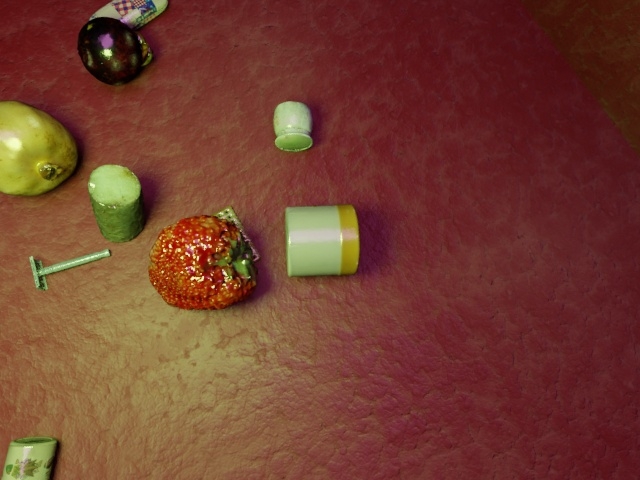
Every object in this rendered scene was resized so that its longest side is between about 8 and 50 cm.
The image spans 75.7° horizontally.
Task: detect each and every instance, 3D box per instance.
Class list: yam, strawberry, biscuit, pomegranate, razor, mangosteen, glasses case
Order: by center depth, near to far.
[{"bbox_3d":[-0.386,0.076,1.303,0.350,0.267,0.312,-19,111,19],"label":"strawberry"},{"bbox_3d":[-0.948,-0.290,1.325,0.318,0.319,0.320,2,74,-6],"label":"pomegranate"},{"bbox_3d":[-0.653,-0.113,1.332,0.161,0.268,0.161,8,62,-15],"label":"yam"},{"bbox_3d":[-0.819,0.077,1.361,0.231,0.068,0.106,-17,78,-17],"label":"razor"},{"bbox_3d":[-0.322,0.000,1.453,0.139,0.016,0.232,-29,80,-14],"label":"biscuit"},{"bbox_3d":[-0.741,-0.692,1.509,0.265,0.228,0.228,-26,77,-42],"label":"mangosteen"},{"bbox_3d":[-0.755,-0.899,1.624,0.327,0.076,0.125,-42,84,-14],"label":"glasses case"}]

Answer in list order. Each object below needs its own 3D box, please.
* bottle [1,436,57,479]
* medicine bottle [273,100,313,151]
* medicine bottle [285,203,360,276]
[{"bbox_3d":[-0.829,0.695,1.152,0.120,0.120,0.254,4,76,-5],"label":"bottle"},{"bbox_3d":[-0.100,-0.417,1.525,0.147,0.147,0.143,0,77,-6],"label":"medicine bottle"},{"bbox_3d":[0.000,0.000,1.374,0.231,0.238,0.238,-1,75,-5],"label":"medicine bottle"}]
